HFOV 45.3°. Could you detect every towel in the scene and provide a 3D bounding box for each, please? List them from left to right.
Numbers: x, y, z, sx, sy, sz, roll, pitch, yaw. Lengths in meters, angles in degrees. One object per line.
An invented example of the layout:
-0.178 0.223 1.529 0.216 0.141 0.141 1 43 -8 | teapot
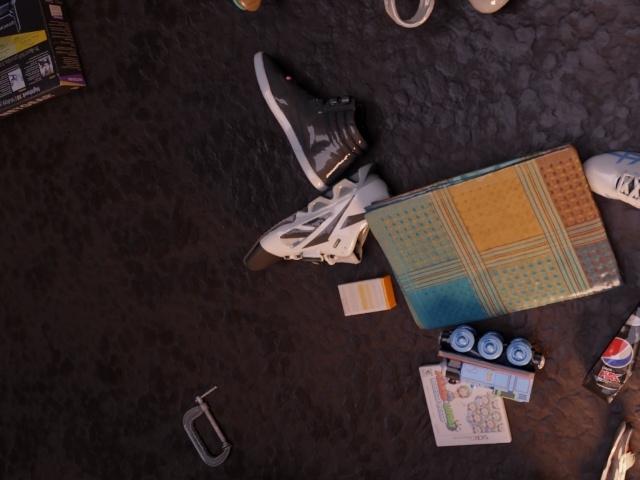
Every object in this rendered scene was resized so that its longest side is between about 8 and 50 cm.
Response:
0.289 0.006 1.303 0.370 0.040 0.271 -17 109 27 | towel

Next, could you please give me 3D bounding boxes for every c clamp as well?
-0.247 0.420 1.706 0.137 0.022 0.161 -31 84 28 | c clamp

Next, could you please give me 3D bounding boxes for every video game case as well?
0.266 0.299 1.415 0.143 0.019 0.157 -12 93 29 | video game case

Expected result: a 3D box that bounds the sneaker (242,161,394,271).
0.000 0.000 1.441 0.330 0.122 0.146 -32 88 25 | sneaker

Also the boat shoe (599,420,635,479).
0.503 0.366 1.285 0.043 0.049 0.137 17 109 21 | boat shoe

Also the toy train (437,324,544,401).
0.291 0.212 1.335 0.184 0.080 0.105 12 92 16 | toy train

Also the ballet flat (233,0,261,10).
-0.122 -0.592 1.387 0.124 0.116 0.342 -14 75 27 | ballet flat

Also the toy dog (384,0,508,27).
0.195 -0.530 1.255 0.220 0.161 0.334 -9 110 26 | toy dog

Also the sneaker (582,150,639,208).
0.514 -0.078 1.178 0.237 0.086 0.085 22 110 24 | sneaker

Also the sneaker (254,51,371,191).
-0.008 -0.251 1.424 0.147 0.104 0.296 -32 78 15 | sneaker

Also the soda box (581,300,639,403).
0.496 0.180 1.248 0.053 0.060 0.169 35 113 19 | soda box

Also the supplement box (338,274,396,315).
0.089 0.104 1.463 0.098 0.036 0.062 -11 94 29 | supplement box

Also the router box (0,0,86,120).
-0.699 -0.429 1.759 0.309 0.081 0.243 -12 93 29 | router box
